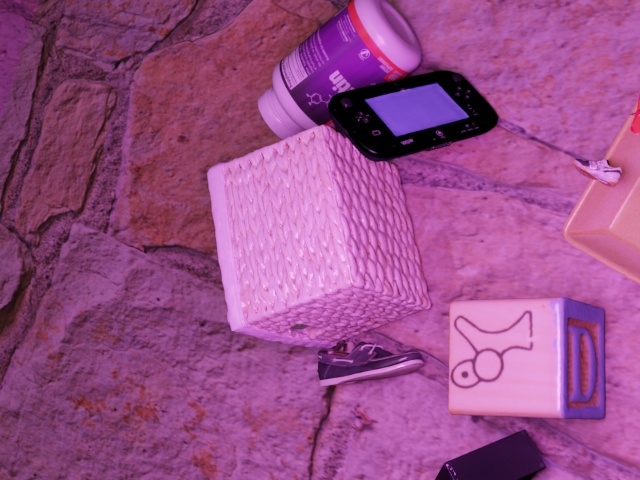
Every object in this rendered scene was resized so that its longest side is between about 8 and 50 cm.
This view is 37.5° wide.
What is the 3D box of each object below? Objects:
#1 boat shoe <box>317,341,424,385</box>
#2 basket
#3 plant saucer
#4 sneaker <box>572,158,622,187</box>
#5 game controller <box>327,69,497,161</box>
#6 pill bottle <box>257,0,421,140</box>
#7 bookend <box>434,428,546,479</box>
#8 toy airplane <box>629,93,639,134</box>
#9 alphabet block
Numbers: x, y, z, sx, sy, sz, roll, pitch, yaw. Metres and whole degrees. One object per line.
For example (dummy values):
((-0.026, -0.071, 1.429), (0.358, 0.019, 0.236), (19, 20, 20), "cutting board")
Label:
((0.089, 0.228, 1.785), (0.233, 0.084, 0.079), (-14, 73, 37), "boat shoe")
((0.000, 0.000, 1.753), (0.266, 0.328, 0.331), (-22, 67, 27), "basket")
((0.602, -0.065, 1.470), (0.332, 0.081, 0.333), (36, 102, 36), "plant saucer")
((0.450, -0.117, 1.528), (0.083, 0.032, 0.037), (32, 86, 32), "sneaker")
((0.171, -0.228, 1.698), (0.166, 0.319, 0.067), (47, 141, 34), "game controller")
((0.031, -0.334, 1.883), (0.323, 0.181, 0.182), (-36, 61, 26), "pill bottle")
((0.280, 0.406, 1.601), (0.157, 0.156, 0.072), (-18, 61, -15), "bookend")
((0.550, -0.192, 1.466), (0.151, 0.028, 0.151), (-7, 78, 36), "toy airplane")
((0.338, 0.196, 1.539), (0.197, 0.193, 0.193), (-4, 77, 36), "alphabet block")
